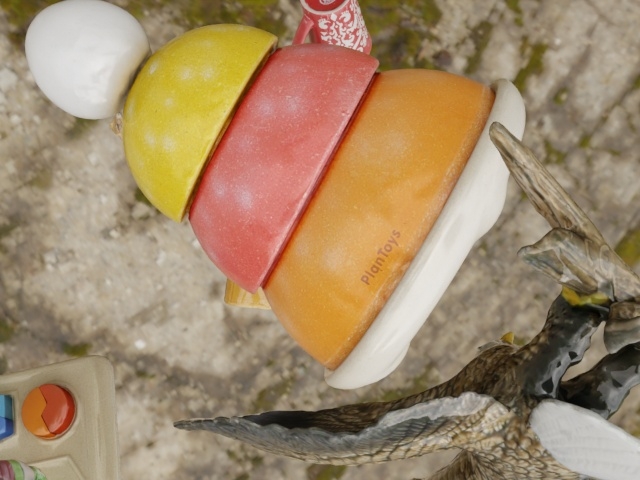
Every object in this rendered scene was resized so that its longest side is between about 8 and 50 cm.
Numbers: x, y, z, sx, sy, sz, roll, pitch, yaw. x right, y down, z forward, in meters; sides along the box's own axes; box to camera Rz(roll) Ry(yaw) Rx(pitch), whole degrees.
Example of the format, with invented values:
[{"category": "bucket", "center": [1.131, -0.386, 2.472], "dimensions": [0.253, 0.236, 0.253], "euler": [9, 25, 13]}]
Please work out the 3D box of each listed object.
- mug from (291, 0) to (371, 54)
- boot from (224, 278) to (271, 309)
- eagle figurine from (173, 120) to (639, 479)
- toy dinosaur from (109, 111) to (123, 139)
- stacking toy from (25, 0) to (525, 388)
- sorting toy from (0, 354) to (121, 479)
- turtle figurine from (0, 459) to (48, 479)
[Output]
[{"category": "mug", "center": [0.017, -0.368, 1.980], "dimensions": [0.169, 0.113, 0.150], "euler": [68, 41, -65]}, {"category": "boot", "center": [0.000, 0.000, 1.653], "dimensions": [0.295, 0.104, 0.211], "euler": [-2, 110, -27]}, {"category": "eagle figurine", "center": [0.086, 0.118, 0.688], "dimensions": [0.298, 0.226, 0.225], "euler": [-42, 154, 19]}, {"category": "toy dinosaur", "center": [-0.268, -0.145, 1.918], "dimensions": [0.211, 0.064, 0.112], "euler": [40, 55, -20]}, {"category": "stacking toy", "center": [-0.070, -0.106, 1.134], "dimensions": [0.480, 0.350, 0.351], "euler": [31, 101, -2]}, {"category": "sorting toy", "center": [-0.343, 0.297, 1.318], "dimensions": [0.229, 0.307, 0.041], "euler": [-12, 159, 9]}, {"category": "turtle figurine", "center": [-0.255, 0.285, 0.942], "dimensions": [0.198, 0.266, 0.275], "euler": [-36, 139, -66]}]
